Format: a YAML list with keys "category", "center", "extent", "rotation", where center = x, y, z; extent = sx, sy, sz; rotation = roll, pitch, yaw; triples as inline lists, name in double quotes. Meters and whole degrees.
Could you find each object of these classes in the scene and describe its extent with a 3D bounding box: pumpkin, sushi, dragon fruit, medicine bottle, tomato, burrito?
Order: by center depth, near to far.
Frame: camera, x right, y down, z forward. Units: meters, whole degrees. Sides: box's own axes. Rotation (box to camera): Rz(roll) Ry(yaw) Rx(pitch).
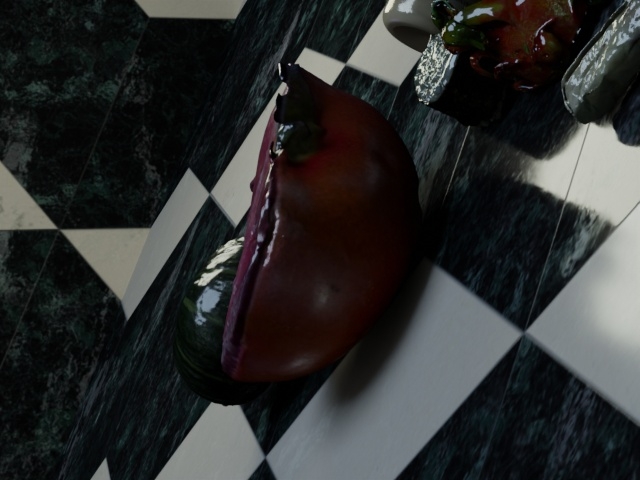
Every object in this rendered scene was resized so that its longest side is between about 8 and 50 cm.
- category: "burrito"
  center: [0.261, -0.175, 1.553]
  extent: [0.188, 0.045, 0.058]
  rotation: [-55, 42, 30]
- category: "dragon fruit"
  center: [0.186, -0.197, 1.784]
  extent: [0.138, 0.175, 0.142]
  rotation: [-67, -22, -59]
- category: "sushi"
  center: [0.145, -0.164, 1.920]
  extent: [0.150, 0.078, 0.090]
  rotation: [-151, 80, -77]
- category: "tomato"
  center: [0.004, -0.002, 1.976]
  extent: [0.289, 0.176, 0.334]
  rotation: [110, 170, -45]
- category: "medicine bottle"
  center: [0.162, -0.327, 2.081]
  extent: [0.252, 0.114, 0.114]
  rotation: [-67, 13, -11]
- category: "pumpkin"
  center: [-0.083, 0.093, 2.192]
  extent: [0.211, 0.152, 0.211]
  rotation: [19, -90, -76]
